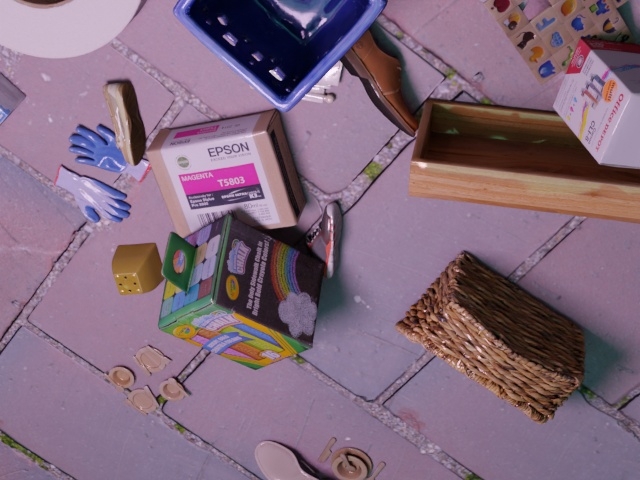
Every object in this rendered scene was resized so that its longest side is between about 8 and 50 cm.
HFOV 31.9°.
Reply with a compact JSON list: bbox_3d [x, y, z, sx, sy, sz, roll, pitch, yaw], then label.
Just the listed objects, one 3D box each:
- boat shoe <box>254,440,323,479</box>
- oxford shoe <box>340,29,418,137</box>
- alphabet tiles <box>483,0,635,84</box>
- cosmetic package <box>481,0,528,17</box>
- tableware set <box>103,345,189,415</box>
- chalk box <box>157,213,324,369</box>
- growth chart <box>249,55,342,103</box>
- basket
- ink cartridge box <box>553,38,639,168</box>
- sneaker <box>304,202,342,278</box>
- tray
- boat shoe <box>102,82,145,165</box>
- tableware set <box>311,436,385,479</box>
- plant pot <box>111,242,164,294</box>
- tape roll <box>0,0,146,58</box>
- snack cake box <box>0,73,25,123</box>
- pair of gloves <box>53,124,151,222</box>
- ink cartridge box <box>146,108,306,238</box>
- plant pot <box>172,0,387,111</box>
[{"bbox_3d":[-0.052,0.496,2.339,0.206,0.075,0.065,34,168,17],"label":"boat shoe"},{"bbox_3d":[0.111,-0.259,1.848,0.076,0.076,0.212,-42,118,-7],"label":"oxford shoe"},{"bbox_3d":[0.383,-0.342,1.698,0.198,0.009,0.237,-35,132,13],"label":"alphabet tiles"},{"bbox_3d":[0.294,-0.468,1.656,0.127,0.107,0.238,25,121,-3],"label":"cosmetic package"},{"bbox_3d":[-0.361,0.294,2.325,0.168,0.020,0.141,-29,111,26],"label":"tableware set"},{"bbox_3d":[-0.165,0.084,1.979,0.289,0.180,0.179,28,145,-30],"label":"chalk box"},{"bbox_3d":[-0.028,-0.334,1.858,0.172,0.021,0.237,19,124,2],"label":"growth chart"},{"bbox_3d":[0.295,0.213,2.010,0.299,0.213,0.223,33,122,-8],"label":"basket"},{"bbox_3d":[0.464,-0.208,1.712,0.127,0.176,0.128,3,125,-21],"label":"ink cartridge box"},{"bbox_3d":[0.000,0.000,2.039,0.064,0.061,0.158,13,123,12],"label":"sneaker"},{"bbox_3d":[0.358,-0.126,1.789,0.410,0.203,0.076,7,127,9],"label":"tray"},{"bbox_3d":[-0.351,-0.206,1.994,0.048,0.056,0.153,4,121,22],"label":"boat shoe"},{"bbox_3d":[0.039,0.513,2.358,0.128,0.039,0.194,27,123,-4],"label":"tableware set"},{"bbox_3d":[-0.354,0.062,2.141,0.081,0.083,0.081,-4,120,14],"label":"plant pot"},{"bbox_3d":[-0.456,-0.490,1.829,0.391,0.072,0.392,6,122,9],"label":"tape roll"},{"bbox_3d":[-0.680,-0.218,2.038,0.152,0.089,0.264,42,121,-15],"label":"snack cake box"},{"bbox_3d":[-0.409,-0.117,2.079,0.159,0.023,0.198,29,122,-5],"label":"pair of gloves"},{"bbox_3d":[-0.166,-0.112,1.988,0.234,0.088,0.193,-8,120,19],"label":"ink cartridge box"},{"bbox_3d":[-0.045,-0.366,1.704,0.236,0.212,0.236,42,110,-5],"label":"plant pot"}]
